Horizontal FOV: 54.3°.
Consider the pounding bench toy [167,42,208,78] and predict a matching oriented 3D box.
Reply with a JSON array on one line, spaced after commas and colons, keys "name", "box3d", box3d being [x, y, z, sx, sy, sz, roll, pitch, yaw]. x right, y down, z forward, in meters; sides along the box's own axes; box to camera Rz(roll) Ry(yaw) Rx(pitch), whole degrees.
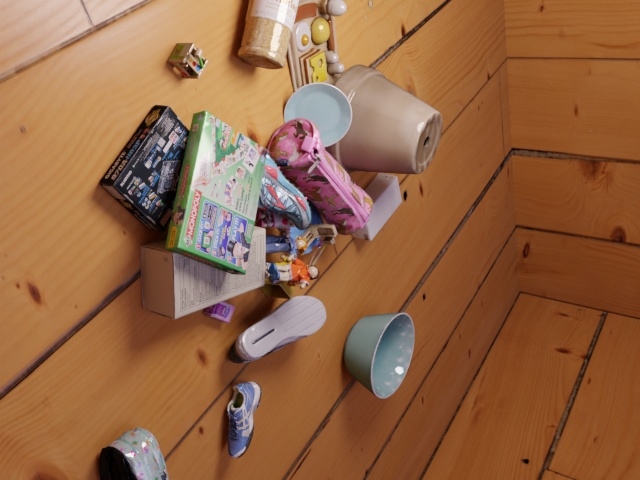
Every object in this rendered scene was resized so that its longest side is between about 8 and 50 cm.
[{"name": "pounding bench toy", "box3d": [-0.277, -0.390, 1.366, 0.065, 0.083, 0.052, 45, 63, -51]}]

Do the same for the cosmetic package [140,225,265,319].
[{"name": "cosmetic package", "box3d": [-0.270, 0.063, 1.495, 0.309, 0.113, 0.160, -16, 113, -52]}]

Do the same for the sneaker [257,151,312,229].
[{"name": "sneaker", "box3d": [-0.134, -0.112, 1.619, 0.262, 0.104, 0.125, 49, 67, -15]}]

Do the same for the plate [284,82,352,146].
[{"name": "plate", "box3d": [-0.007, -0.347, 1.724, 0.024, 0.188, 0.188, -94, 173, -58]}]

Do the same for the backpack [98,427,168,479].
[{"name": "backpack", "box3d": [-0.419, 0.521, 1.415, 0.115, 0.152, 0.182, -34, 115, -53]}]

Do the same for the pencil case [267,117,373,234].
[{"name": "pencil case", "box3d": [0.008, -0.170, 1.752, 0.386, 0.160, 0.167, 47, 29, -47]}]

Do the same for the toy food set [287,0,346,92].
[{"name": "toy food set", "box3d": [0.010, -0.540, 1.719, 0.220, 0.092, 0.306, -44, 138, -40]}]

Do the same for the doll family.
[{"name": "doll family", "box3d": [-0.096, 0.034, 1.685, 0.163, 0.118, 0.263, 3, 57, -35]}]

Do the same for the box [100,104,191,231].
[{"name": "box", "box3d": [-0.351, -0.156, 1.360, 0.220, 0.051, 0.175, -63, 143, -21]}]

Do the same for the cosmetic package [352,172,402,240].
[{"name": "cosmetic package", "box3d": [0.185, -0.117, 2.134, 0.231, 0.085, 0.117, -47, 135, -35]}]

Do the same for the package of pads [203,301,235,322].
[{"name": "package of pads", "box3d": [-0.261, 0.180, 1.618, 0.083, 0.032, 0.050, 35, 68, -54]}]

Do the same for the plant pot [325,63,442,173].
[{"name": "plant pot", "box3d": [0.193, -0.325, 1.850, 0.323, 0.280, 0.323, -43, 147, -39]}]

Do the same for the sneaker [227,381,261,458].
[{"name": "sneaker", "box3d": [-0.230, 0.495, 1.734, 0.081, 0.080, 0.211, 25, 70, -49]}]

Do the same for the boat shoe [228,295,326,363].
[{"name": "boat shoe", "box3d": [-0.128, 0.248, 1.770, 0.335, 0.119, 0.121, -19, 82, -44]}]

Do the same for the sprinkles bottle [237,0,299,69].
[{"name": "sprinkles bottle", "box3d": [-0.106, -0.603, 1.515, 0.121, 0.121, 0.355, 12, 91, -56]}]

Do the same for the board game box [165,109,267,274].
[{"name": "board game box", "box3d": [-0.227, -0.103, 1.413, 0.213, 0.046, 0.317, 28, 65, -49]}]

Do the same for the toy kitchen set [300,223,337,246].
[{"name": "toy kitchen set", "box3d": [0.000, 0.000, 1.816, 0.075, 0.083, 0.068, -51, 131, -40]}]

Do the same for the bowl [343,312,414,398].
[{"name": "bowl", "box3d": [0.196, 0.391, 2.238, 0.311, 0.163, 0.311, -22, 118, -50]}]

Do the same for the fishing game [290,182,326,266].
[{"name": "fishing game", "box3d": [-0.052, -0.053, 1.846, 0.189, 0.041, 0.264, -61, 138, -36]}]

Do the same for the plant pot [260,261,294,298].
[{"name": "plant pot", "box3d": [-0.118, 0.108, 1.767, 0.081, 0.081, 0.083, 57, 44, -47]}]
